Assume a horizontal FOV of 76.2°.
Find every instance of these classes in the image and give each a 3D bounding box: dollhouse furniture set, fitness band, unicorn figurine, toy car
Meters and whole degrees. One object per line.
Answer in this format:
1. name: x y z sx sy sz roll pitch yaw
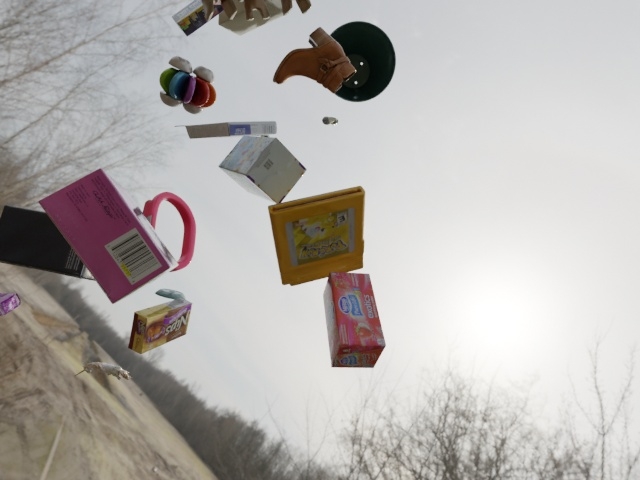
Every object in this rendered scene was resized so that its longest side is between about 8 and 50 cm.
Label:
1. dollhouse furniture set: -0.115 -0.598 0.871 0.259 0.262 0.135 -4 -75 61
2. fitness band: -0.522 -0.031 1.412 0.054 0.290 0.209 -18 -35 22
3. unicorn figurine: -0.771 0.467 1.471 0.162 0.060 0.111 -2 -29 0
4. toy car: -0.427 -0.495 1.335 0.136 0.182 0.159 48 -62 42

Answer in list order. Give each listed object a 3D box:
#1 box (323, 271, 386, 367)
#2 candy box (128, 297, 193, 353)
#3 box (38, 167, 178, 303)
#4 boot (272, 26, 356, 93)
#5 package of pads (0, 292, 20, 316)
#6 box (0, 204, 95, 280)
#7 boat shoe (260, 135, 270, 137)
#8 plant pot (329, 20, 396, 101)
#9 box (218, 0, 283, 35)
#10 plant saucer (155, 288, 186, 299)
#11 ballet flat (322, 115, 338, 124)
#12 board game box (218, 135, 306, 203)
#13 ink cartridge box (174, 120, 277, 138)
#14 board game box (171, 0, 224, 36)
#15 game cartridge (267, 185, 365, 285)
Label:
1. box: 0.089 0.223 1.170 0.128 0.256 0.122 4 -46 -10
2. candy box: -0.456 0.241 1.175 0.053 0.187 0.109 18 -80 20
3. box: -0.401 -0.003 0.818 0.213 0.117 0.243 57 -15 -6
4. boot: -0.016 -0.449 1.093 0.152 0.197 0.073 49 10 -5
5. package of pads: -0.651 0.126 0.810 0.083 0.050 0.032 -1 -67 8
6. box: -0.802 0.023 1.318 0.294 0.182 0.296 10 -10 3
7. boat shoe: -0.319 -0.465 2.214 0.079 0.227 0.081 10 14 -12
8. plant pot: 0.142 -0.700 1.651 0.290 0.290 0.195 50 7 -10
9. box: -0.242 -0.839 1.468 0.275 0.113 0.094 4 -90 40
10. plant saucer: -0.579 0.208 1.586 0.119 0.021 0.119 15 -4 1
11. ballet flat: 0.047 -0.527 1.789 0.041 0.114 0.041 6 -77 26
12. board game box: -0.191 -0.229 1.294 0.142 0.144 0.275 42 -8 -32
13. ink cartridge box: -0.425 -0.502 1.859 0.330 0.324 0.071 6 -72 32
14. board game box: -0.376 -0.721 1.282 0.048 0.170 0.141 54 0 -44
15. game cartridge: 0.000 0.000 1.257 0.052 0.285 0.323 -114 -166 -47
